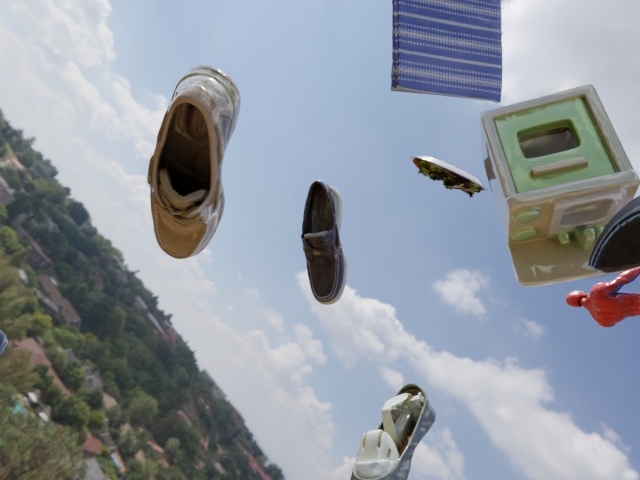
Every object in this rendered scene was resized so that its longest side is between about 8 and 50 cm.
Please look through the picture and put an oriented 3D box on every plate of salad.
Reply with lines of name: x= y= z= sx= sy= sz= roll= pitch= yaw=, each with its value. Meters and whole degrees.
plate of salad: x=0.297 y=-0.149 z=1.091 sx=0.200 sy=0.048 sz=0.200 roll=25 pitch=7 yaw=-3

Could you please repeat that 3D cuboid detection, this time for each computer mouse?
computer mouse: x=0.384 y=-0.049 z=0.416 sx=0.262 sy=0.184 sz=0.060 roll=-29 pitch=-97 yaw=51

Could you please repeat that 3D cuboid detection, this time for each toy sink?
toy sink: x=0.323 y=-0.075 z=0.633 sx=0.131 sy=0.153 sz=0.233 roll=52 pitch=30 yaw=-58

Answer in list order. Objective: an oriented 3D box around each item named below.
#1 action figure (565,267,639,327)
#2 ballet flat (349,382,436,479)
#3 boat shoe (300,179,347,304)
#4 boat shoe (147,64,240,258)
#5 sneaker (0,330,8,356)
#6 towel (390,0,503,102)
action figure: x=0.540 y=0.085 z=0.713 sx=0.281 sy=0.139 sz=0.091 roll=-1 pitch=-63 yaw=47
ballet flat: x=0.080 y=0.247 z=0.563 sx=0.072 sy=0.213 sz=0.068 roll=-16 pitch=-82 yaw=35
boat shoe: x=0.000 y=0.000 z=1.042 sx=0.103 sy=0.284 sz=0.092 roll=-6 pitch=-17 yaw=26
boat shoe: x=-0.207 y=-0.085 z=0.688 sx=0.122 sy=0.110 sz=0.340 roll=17 pitch=-50 yaw=-5
sneaker: x=-0.568 y=0.192 z=0.590 sx=0.131 sy=0.320 sz=0.112 roll=-99 pitch=170 yaw=-54
towel: x=0.248 y=-0.446 z=0.909 sx=0.040 sy=0.244 sz=0.335 roll=171 pitch=-81 yaw=-74
